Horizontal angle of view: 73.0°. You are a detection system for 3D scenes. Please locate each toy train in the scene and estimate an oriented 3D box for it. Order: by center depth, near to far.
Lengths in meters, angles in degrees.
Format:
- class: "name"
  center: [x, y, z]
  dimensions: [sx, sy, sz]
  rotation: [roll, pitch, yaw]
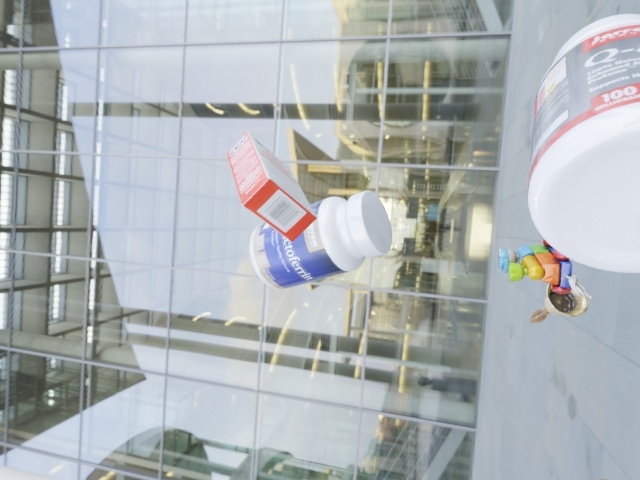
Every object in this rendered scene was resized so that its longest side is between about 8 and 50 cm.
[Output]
- class: "toy train"
  center: [0.503, 0.073, 0.997]
  dimensions: [0.248, 0.144, 0.105]
  rotation: [-58, -38, -67]

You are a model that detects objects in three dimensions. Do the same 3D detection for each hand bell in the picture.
- class: "hand bell"
  center: [0.742, 0.224, 1.409]
  dimensions: [0.242, 0.126, 0.126]
  rotation: [94, -173, -62]

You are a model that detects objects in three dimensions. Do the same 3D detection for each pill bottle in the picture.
- class: "pill bottle"
  center: [0.389, -0.150, 0.559]
  dimensions: [0.362, 0.211, 0.210]
  rotation: [-61, -27, -43]
- class: "pill bottle"
  center: [0.000, 0.000, 0.872]
  dimensions: [0.153, 0.265, 0.153]
  rotation: [34, -133, -46]

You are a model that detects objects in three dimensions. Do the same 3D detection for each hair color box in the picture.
- class: "hair color box"
  center: [-0.073, -0.080, 0.608]
  dimensions: [0.093, 0.053, 0.167]
  rotation: [38, -164, -35]

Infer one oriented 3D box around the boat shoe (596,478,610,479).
- class: "boat shoe"
  center: [0.764, 0.721, 1.041]
  dimensions: [0.285, 0.105, 0.089]
  rotation: [-107, 0, -65]
